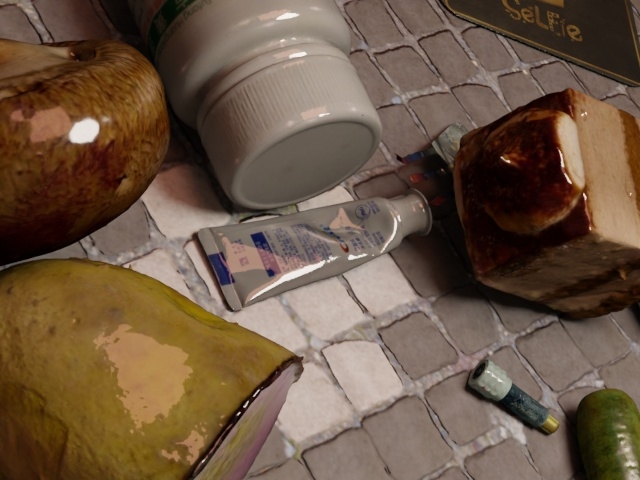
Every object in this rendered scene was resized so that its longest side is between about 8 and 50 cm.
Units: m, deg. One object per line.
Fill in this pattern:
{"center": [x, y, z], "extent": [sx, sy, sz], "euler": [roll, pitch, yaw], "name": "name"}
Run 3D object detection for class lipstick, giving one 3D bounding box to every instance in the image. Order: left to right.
{"center": [0.216, 0.176, 1.204], "extent": [0.116, 0.037, 0.037], "euler": [37, 47, -9], "name": "lipstick"}

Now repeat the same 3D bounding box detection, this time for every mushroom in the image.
{"center": [-0.294, -0.086, 0.917], "extent": [0.345, 0.239, 0.345], "euler": [19, 21, -8], "name": "mushroom"}

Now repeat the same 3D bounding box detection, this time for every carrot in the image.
{"center": [0.319, 0.321, 1.137], "extent": [0.074, 0.074, 0.358], "euler": [15, 53, -21], "name": "carrot"}

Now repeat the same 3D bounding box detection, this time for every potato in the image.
{"center": [-0.184, 0.124, 0.893], "extent": [0.266, 0.229, 0.229], "euler": [32, 47, 7], "name": "potato"}

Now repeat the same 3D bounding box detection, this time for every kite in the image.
{"center": [0.165, -0.084, 1.327], "extent": [0.141, 0.015, 0.245], "euler": [50, 29, 15], "name": "kite"}

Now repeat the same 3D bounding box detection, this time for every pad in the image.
{"center": [0.345, -0.357, 1.636], "extent": [0.375, 0.063, 0.315], "euler": [16, 52, -20], "name": "pad"}

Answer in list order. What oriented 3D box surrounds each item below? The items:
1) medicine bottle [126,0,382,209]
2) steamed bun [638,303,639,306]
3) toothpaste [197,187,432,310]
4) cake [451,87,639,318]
{"center": [-0.081, -0.219, 1.186], "extent": [0.208, 0.208, 0.339], "euler": [-8, 63, -35], "name": "medicine bottle"}
{"center": [0.586, 0.033, 1.388], "extent": [0.374, 0.241, 0.374], "euler": [13, 54, -19], "name": "steamed bun"}
{"center": [0.000, 0.000, 1.193], "extent": [0.266, 0.061, 0.096], "euler": [-16, 69, -30], "name": "toothpaste"}
{"center": [0.266, -0.037, 1.228], "extent": [0.293, 0.199, 0.196], "euler": [14, 64, -39], "name": "cake"}
